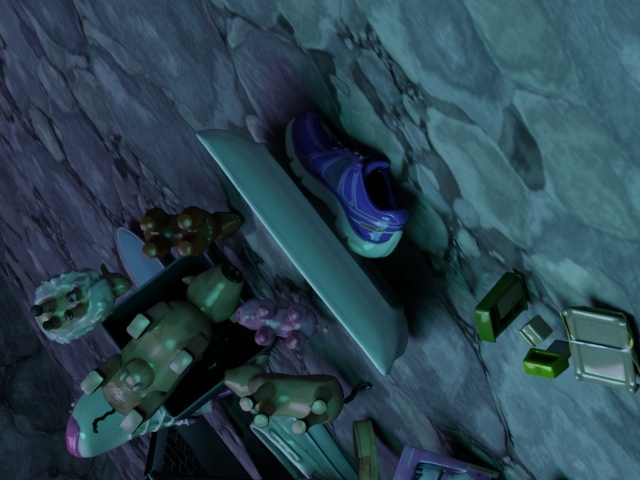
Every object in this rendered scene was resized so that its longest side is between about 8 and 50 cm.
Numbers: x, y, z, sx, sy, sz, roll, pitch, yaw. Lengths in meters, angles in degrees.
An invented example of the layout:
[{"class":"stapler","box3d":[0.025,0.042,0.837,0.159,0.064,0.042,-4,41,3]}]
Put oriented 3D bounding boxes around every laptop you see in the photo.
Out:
[{"class":"laptop","box3d":[-0.063,0.405,2.373,0.382,0.236,0.408,56,-163,-26]}]

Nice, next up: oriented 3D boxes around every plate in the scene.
[{"class":"plate","box3d":[0.000,0.000,1.517,0.277,0.045,0.278,51,-176,4]},{"class":"plate","box3d":[-0.239,0.054,2.335,0.188,0.024,0.188,46,159,24]}]

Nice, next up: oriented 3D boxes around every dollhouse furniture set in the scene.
[{"class":"dollhouse furniture set","box3d":[0.206,0.071,1.295,0.151,0.058,0.076,10,127,38]}]

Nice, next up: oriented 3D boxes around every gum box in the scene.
[{"class":"gum box","box3d":[0.136,0.301,1.725,0.107,0.062,0.188,13,147,13]}]

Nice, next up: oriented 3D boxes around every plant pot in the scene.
[{"class":"plant pot","box3d":[-0.172,0.139,2.123,0.165,0.165,0.234,51,173,9]}]

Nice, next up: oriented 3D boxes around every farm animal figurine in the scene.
[{"class":"farm animal figurine","box3d":[-0.145,0.122,1.916,0.330,0.326,0.172,58,-164,-1]}]

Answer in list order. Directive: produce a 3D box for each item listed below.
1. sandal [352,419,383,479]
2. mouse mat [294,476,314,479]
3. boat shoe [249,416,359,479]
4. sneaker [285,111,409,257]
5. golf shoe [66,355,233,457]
[{"class":"sandal","box3d":[0.093,0.317,1.868,0.088,0.079,0.240,89,173,-54]},{"class":"mouse mat","box3d":[0.027,0.396,2.108,0.152,0.007,0.190,16,133,7]},{"class":"boat shoe","box3d":[0.002,0.335,2.132,0.268,0.088,0.096,57,161,-7]},{"class":"sneaker","box3d":[0.032,-0.062,1.456,0.170,0.068,0.071,54,127,28]},{"class":"golf shoe","box3d":[-0.238,0.225,2.250,0.140,0.306,0.115,17,122,27]}]
